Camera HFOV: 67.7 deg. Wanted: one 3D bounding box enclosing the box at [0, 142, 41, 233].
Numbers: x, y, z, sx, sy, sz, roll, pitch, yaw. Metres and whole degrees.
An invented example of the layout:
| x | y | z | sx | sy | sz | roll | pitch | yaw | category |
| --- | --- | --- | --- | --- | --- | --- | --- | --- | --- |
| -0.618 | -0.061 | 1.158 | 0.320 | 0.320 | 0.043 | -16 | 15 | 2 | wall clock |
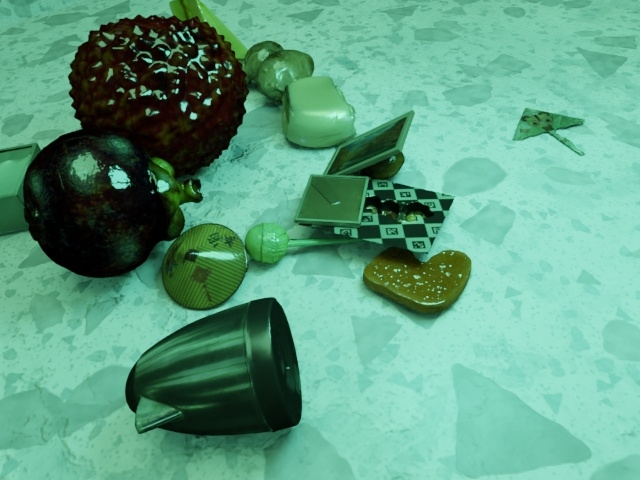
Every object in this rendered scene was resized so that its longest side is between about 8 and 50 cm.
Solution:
| x | y | z | sx | sy | sz | roll | pitch | yaw | category |
| --- | --- | --- | --- | --- | --- | --- | --- | --- | --- |
| -0.838 | -0.121 | 1.224 | 0.224 | 0.118 | 0.225 | -11 | 46 | -5 | box |

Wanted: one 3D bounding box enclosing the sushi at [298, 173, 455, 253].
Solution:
| x | y | z | sx | sy | sz | roll | pitch | yaw | category |
| --- | --- | --- | --- | --- | --- | --- | --- | --- | --- |
| 0.138 | -0.054 | 1.101 | 0.289 | 0.050 | 0.264 | 15 | 40 | 21 | sushi |

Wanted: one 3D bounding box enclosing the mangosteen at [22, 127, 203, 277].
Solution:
| x | y | z | sx | sy | sz | roll | pitch | yaw | category |
| --- | --- | --- | --- | --- | --- | --- | --- | --- | --- |
| -0.452 | -0.079 | 1.011 | 0.329 | 0.330 | 0.330 | -3 | 45 | 3 | mangosteen |

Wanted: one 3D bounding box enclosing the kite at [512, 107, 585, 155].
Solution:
| x | y | z | sx | sy | sz | roll | pitch | yaw | category |
| --- | --- | --- | --- | --- | --- | --- | --- | --- | --- |
| 0.644 | -0.306 | 1.335 | 0.229 | 0.012 | 0.250 | -18 | 47 | -8 | kite |

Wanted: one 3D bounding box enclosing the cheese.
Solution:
| x | y | z | sx | sy | sz | roll | pitch | yaw | category |
| --- | --- | --- | --- | --- | --- | --- | --- | --- | --- |
| 0.002 | -0.378 | 1.393 | 0.233 | 0.127 | 0.266 | -8 | 47 | -6 | cheese |

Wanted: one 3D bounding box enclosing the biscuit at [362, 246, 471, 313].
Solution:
| x | y | z | sx | sy | sz | roll | pitch | yaw | category |
| --- | --- | --- | --- | --- | --- | --- | --- | --- | --- |
| 0.205 | 0.066 | 0.990 | 0.192 | 0.036 | 0.186 | 24 | 49 | 27 | biscuit |

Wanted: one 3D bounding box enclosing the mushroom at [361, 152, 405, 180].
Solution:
| x | y | z | sx | sy | sz | roll | pitch | yaw | category |
| --- | --- | --- | --- | --- | --- | --- | --- | --- | --- |
| 0.160 | -0.204 | 1.244 | 0.127 | 0.087 | 0.127 | -22 | 39 | 19 | mushroom |

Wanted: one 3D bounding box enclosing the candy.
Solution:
| x | y | z | sx | sy | sz | roll | pitch | yaw | category |
| --- | --- | --- | --- | --- | --- | --- | --- | --- | --- |
| 0.000 | 0.000 | 1.064 | 0.335 | 0.093 | 0.093 | -3 | 87 | -9 | candy |

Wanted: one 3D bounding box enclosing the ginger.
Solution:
| x | y | z | sx | sy | sz | roll | pitch | yaw | category |
| --- | --- | --- | --- | --- | --- | --- | --- | --- | --- |
| -0.164 | -0.570 | 1.596 | 0.304 | 0.155 | 0.244 | 27 | 60 | 38 | ginger |

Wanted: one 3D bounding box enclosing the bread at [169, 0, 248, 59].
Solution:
| x | y | z | sx | sy | sz | roll | pitch | yaw | category |
| --- | --- | --- | --- | --- | --- | --- | --- | --- | --- |
| -0.379 | -0.727 | 1.667 | 0.167 | 0.264 | 0.163 | 13 | 43 | 35 | bread |

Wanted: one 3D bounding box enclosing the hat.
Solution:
| x | y | z | sx | sy | sz | roll | pitch | yaw | category |
| --- | --- | --- | --- | --- | --- | --- | --- | --- | --- |
| -0.253 | 0.040 | 0.980 | 0.192 | 0.082 | 0.193 | -4 | 68 | 9 | hat |

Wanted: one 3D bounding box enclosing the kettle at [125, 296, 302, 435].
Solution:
| x | y | z | sx | sy | sz | roll | pitch | yaw | category |
| --- | --- | --- | --- | --- | --- | --- | --- | --- | --- |
| -0.185 | 0.203 | 0.783 | 0.270 | 0.207 | 0.251 | -14 | 52 | 3 | kettle |

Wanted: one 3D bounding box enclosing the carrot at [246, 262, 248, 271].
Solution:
| x | y | z | sx | sy | sz | roll | pitch | yaw | category |
| --- | --- | --- | --- | --- | --- | --- | --- | --- | --- |
| -0.236 | 0.030 | 1.054 | 0.186 | 0.060 | 0.060 | 20 | 50 | 24 | carrot |

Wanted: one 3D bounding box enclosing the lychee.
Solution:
| x | y | z | sx | sy | sz | roll | pitch | yaw | category |
| --- | --- | --- | --- | --- | --- | --- | --- | --- | --- |
| -0.426 | -0.359 | 1.221 | 0.499 | 0.425 | 0.425 | -19 | 43 | 14 | lychee |

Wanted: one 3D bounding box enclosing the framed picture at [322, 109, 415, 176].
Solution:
| x | y | z | sx | sy | sz | roll | pitch | yaw | category |
| --- | --- | --- | --- | --- | --- | --- | --- | --- | --- |
| 0.117 | -0.235 | 1.220 | 0.249 | 0.016 | 0.184 | -17 | 34 | 39 | framed picture |

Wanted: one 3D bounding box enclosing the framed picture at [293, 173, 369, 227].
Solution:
| x | y | z | sx | sy | sz | roll | pitch | yaw | category |
| --- | --- | --- | --- | --- | --- | --- | --- | --- | --- |
| 0.031 | -0.097 | 1.110 | 0.150 | 0.015 | 0.203 | 4 | 37 | 9 | framed picture |
